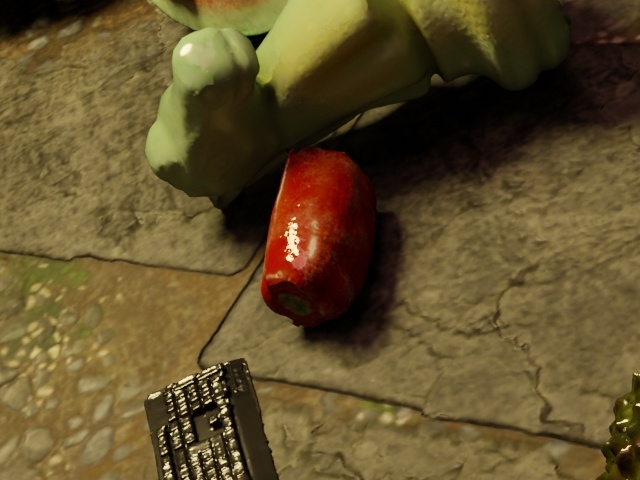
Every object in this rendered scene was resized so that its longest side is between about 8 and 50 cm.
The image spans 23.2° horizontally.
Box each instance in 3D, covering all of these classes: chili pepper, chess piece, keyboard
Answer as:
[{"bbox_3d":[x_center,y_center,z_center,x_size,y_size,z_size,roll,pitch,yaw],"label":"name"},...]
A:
[{"bbox_3d":[0.000,0.000,1.016,0.070,0.073,0.123,11,49,0],"label":"chili pepper"},{"bbox_3d":[0.008,-0.127,1.070,0.298,0.176,0.176,-29,37,6],"label":"chess piece"},{"bbox_3d":[-0.063,0.143,0.940,0.074,0.015,0.196,-27,37,6],"label":"keyboard"}]

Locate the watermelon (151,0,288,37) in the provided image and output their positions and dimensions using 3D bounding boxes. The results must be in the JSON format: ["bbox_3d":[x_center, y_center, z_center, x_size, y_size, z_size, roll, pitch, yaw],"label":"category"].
[{"bbox_3d":[-0.032,-0.323,1.277,0.283,0.293,0.250,-4,12,42],"label":"watermelon"}]

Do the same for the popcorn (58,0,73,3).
[{"bbox_3d":[-0.299,-0.376,1.484,0.312,0.312,0.312,-19,39,16],"label":"popcorn"}]

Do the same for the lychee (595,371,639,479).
[{"bbox_3d":[0.195,0.106,0.680,0.171,0.171,0.171,-19,39,16],"label":"lychee"}]
